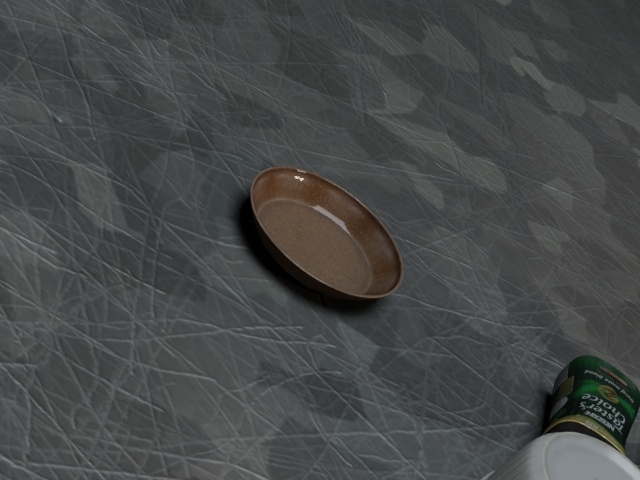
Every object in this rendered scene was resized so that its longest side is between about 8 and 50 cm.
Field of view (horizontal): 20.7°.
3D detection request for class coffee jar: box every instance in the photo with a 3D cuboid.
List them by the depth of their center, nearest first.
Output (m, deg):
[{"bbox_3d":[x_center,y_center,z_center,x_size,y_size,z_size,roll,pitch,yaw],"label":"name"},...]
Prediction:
[{"bbox_3d":[0.290,0.207,1.902,0.096,0.079,0.184,36,30,-3],"label":"coffee jar"}]

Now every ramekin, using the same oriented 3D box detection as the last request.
[{"bbox_3d":[0.254,0.285,1.728,0.207,0.109,0.207,27,31,-18],"label":"ramekin"}]

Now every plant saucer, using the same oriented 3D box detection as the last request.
[{"bbox_3d":[0.000,0.000,1.923,0.198,0.036,0.198,27,31,-18],"label":"plant saucer"}]
